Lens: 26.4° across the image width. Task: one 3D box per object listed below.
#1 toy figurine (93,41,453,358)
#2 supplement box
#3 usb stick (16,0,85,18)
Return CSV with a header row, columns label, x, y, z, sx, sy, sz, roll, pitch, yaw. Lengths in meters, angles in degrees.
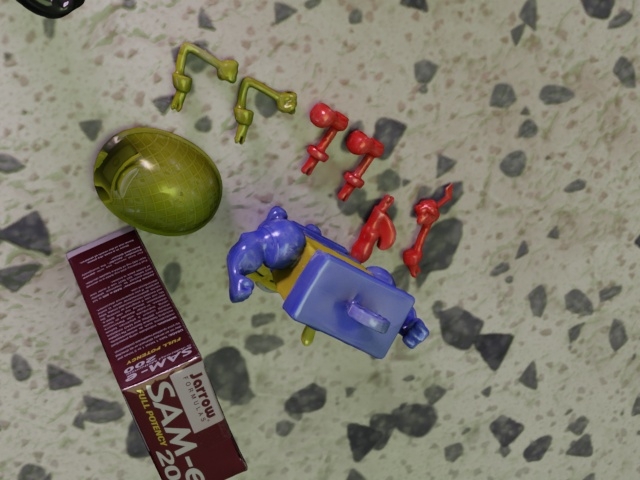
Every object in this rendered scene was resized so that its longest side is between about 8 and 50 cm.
label,x,y,z,sx,sy,sz,roll,pitch,yaw
toy figurine,0.000,0.000,1.209,0.362,0.217,0.191,29,102,-32
supplement box,-0.146,0.101,1.185,0.073,0.239,0.130,-24,122,-9
usb stick,-0.223,-0.223,0.962,0.077,0.278,0.045,30,102,-32
